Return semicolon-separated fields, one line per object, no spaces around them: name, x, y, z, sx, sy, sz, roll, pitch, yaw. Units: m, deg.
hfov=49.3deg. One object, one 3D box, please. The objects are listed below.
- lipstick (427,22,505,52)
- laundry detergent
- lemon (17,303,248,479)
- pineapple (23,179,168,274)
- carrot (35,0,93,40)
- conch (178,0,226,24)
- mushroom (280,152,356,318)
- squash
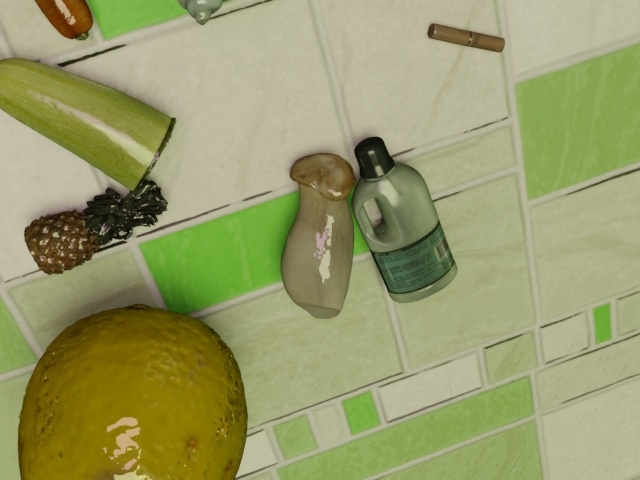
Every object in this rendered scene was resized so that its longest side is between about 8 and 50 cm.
lipstick;0.173;-0.239;0.825;0.094;0.019;0.018;5;114;-17
laundry detergent;0.097;-0.028;0.882;0.099;0.070;0.225;-24;120;4
lemon;-0.212;0.221;0.803;0.258;0.310;0.257;5;150;3
pineapple;-0.252;-0.018;0.800;0.160;0.074;0.074;-26;120;-9
carrot;-0.297;-0.300;0.658;0.043;0.043;0.247;-31;118;2
conch;-0.091;-0.373;0.570;0.250;0.197;0.367;-7;108;16
mushroom;-0.002;0.000;0.855;0.088;0.097;0.212;5;115;-5
squash;-0.273;-0.134;0.731;0.224;0.094;0.094;23;108;-17
